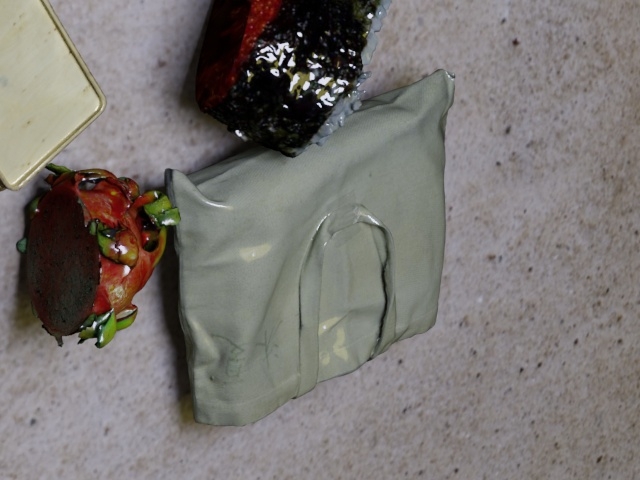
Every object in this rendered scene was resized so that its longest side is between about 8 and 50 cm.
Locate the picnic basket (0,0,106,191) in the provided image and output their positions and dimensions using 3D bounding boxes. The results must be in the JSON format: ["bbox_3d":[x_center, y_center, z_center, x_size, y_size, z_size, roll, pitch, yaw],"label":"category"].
[{"bbox_3d":[-0.249,-0.129,1.445,0.115,0.079,0.164,-44,128,-24],"label":"picnic basket"}]

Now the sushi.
[{"bbox_3d":[-0.016,-0.183,1.591,0.126,0.136,0.225,21,65,-19],"label":"sushi"}]

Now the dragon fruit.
[{"bbox_3d":[-0.172,0.000,1.521,0.175,0.138,0.142,-33,101,-46],"label":"dragon fruit"}]

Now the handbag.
[{"bbox_3d":[-0.002,0.005,1.706,0.316,0.109,0.253,-25,124,-37],"label":"handbag"}]
